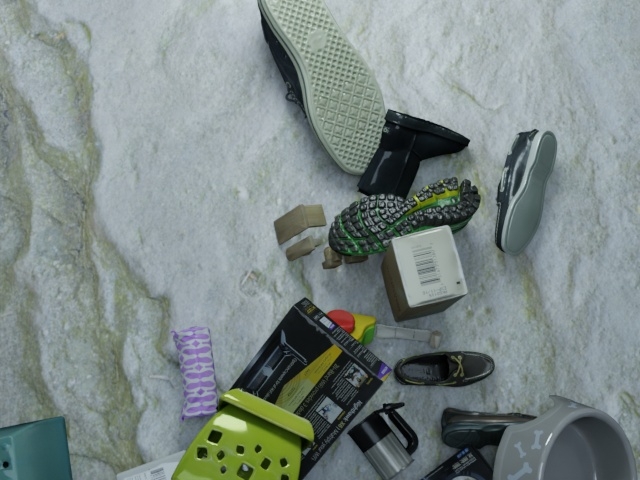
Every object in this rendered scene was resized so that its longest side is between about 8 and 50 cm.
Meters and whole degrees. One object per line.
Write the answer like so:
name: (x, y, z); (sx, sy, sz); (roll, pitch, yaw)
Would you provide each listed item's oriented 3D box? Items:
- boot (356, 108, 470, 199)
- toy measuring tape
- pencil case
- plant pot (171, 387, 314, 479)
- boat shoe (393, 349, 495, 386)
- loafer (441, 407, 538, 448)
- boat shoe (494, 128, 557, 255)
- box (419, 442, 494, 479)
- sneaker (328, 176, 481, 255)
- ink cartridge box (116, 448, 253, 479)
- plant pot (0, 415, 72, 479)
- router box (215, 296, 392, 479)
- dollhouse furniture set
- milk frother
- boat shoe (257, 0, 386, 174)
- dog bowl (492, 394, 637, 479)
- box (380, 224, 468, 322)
boot: (0.211, -0.176, 1.854); (0.246, 0.094, 0.207); (9, 109, -36)
toy measuring tape: (0.099, 0.222, 1.759); (0.330, 0.121, 0.121); (8, 78, 2)
pencil case: (-0.274, 0.287, 1.765); (0.088, 0.086, 0.206); (-8, 78, -7)
plant pot: (-0.140, 0.420, 1.559); (0.227, 0.228, 0.207); (24, 69, 2)
boat shoe: (0.276, 0.283, 1.771); (0.227, 0.069, 0.081); (-5, 78, -1)
loafer: (0.393, 0.398, 1.739); (0.267, 0.096, 0.084); (3, 38, 0)
boat shoe: (0.454, -0.110, 1.846); (0.114, 0.091, 0.303); (33, 75, -38)
box: (0.290, 0.535, 1.667); (0.180, 0.147, 0.077); (-36, 123, -1)
sneaker: (0.185, -0.024, 1.789); (0.343, 0.146, 0.134); (-13, 61, -6)
ink cartridge box: (-0.262, 0.540, 1.698); (0.272, 0.114, 0.197); (-19, 78, -3)
plant pot: (-0.634, 0.458, 1.657); (0.165, 0.234, 0.166); (-11, 78, -2)
router box: (-0.038, 0.314, 1.697); (0.243, 0.081, 0.309); (40, 109, 8)
dollhouse furniture set: (0.000, 0.000, 1.855); (0.151, 0.123, 0.144); (-6, 76, -37)
milk frother: (0.148, 0.420, 1.706); (0.129, 0.143, 0.135); (-36, 78, -14)
boat shoe: (0.004, -0.385, 1.877); (0.186, 0.156, 0.500); (-29, 95, -11)
dog bowl: (0.504, 0.489, 1.621); (0.348, 0.102, 0.349); (4, 83, -34)
box: (0.210, 0.079, 1.691); (0.121, 0.311, 0.148); (-14, 78, -3)
